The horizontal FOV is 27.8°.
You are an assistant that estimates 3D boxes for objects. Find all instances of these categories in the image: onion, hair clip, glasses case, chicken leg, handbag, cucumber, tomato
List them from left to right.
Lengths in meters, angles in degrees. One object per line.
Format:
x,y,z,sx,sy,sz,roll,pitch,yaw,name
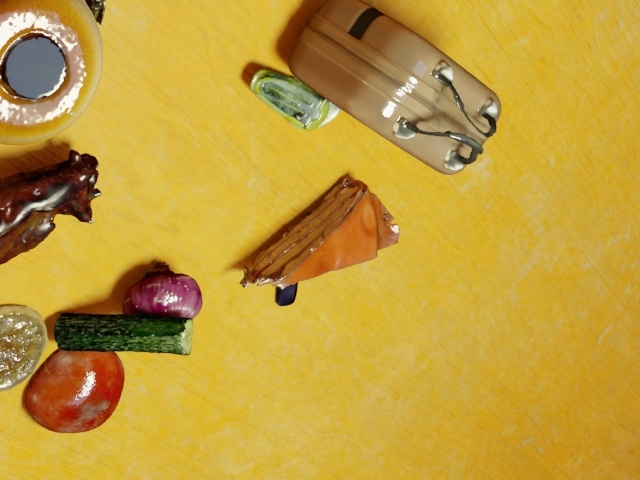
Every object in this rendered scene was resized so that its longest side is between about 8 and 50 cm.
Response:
-0.440,0.021,1.592,0.407,0.096,0.158,-43,159,-7,chicken leg
-0.338,0.223,1.850,0.155,0.069,0.155,-25,135,-28,tomato
-0.270,0.127,1.776,0.187,0.058,0.058,2,127,2,cucumber
-0.226,0.081,1.836,0.115,0.115,0.104,7,70,-46,onion
-0.051,0.070,2.039,0.033,0.023,0.083,-21,131,-36,glasses case
-0.043,-0.200,1.835,0.060,0.033,0.188,-55,143,8,hair clip
0.130,-0.201,1.802,0.149,0.283,0.302,-54,141,6,handbag

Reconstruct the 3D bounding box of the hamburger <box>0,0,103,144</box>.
-0.352,-0.211,1.452,0.237,0.147,0.237,-14,117,-29,hamburger

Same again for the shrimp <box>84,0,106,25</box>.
-0.248,-0.344,1.539,0.099,0.041,0.180,-15,129,-54,shrimp

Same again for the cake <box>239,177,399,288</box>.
-0.005,-0.002,1.971,0.287,0.098,0.135,-27,127,-34,cake

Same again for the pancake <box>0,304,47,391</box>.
-0.431,0.147,1.740,0.139,0.022,0.139,-24,132,-29,pancake
